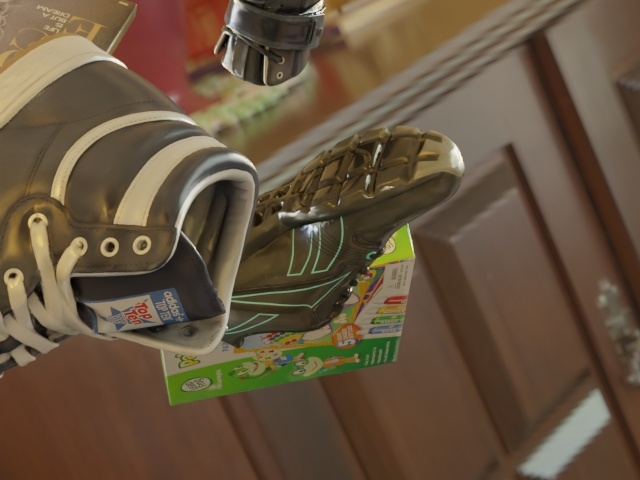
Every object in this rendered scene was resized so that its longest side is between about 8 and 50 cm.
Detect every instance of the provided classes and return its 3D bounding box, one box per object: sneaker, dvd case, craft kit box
[{"bbox_3d":[-0.064,-0.206,1.337,0.226,0.086,0.163,-13,-47,-53],"label":"sneaker"},{"bbox_3d":[-0.241,-0.145,1.155,0.164,0.018,0.221,17,35,0],"label":"dvd case"},{"bbox_3d":[0.000,0.000,1.180,0.267,0.106,0.101,-22,25,29],"label":"sneaker"},{"bbox_3d":[-0.147,0.037,0.718,0.153,0.099,0.282,31,71,27],"label":"sneaker"},{"bbox_3d":[-0.039,0.072,1.559,0.247,0.061,0.250,-8,-27,-5],"label":"craft kit box"}]
